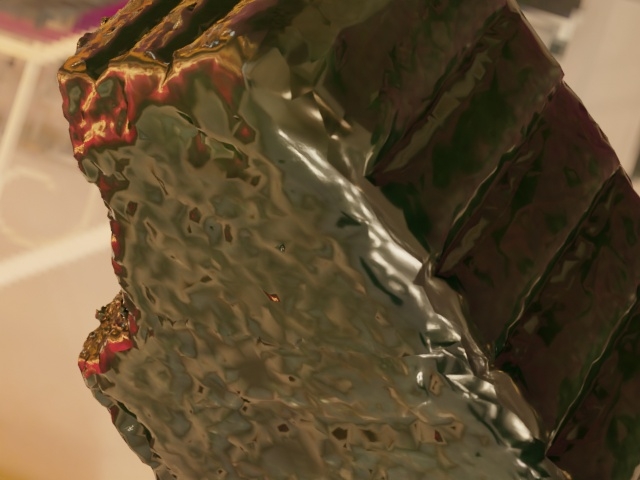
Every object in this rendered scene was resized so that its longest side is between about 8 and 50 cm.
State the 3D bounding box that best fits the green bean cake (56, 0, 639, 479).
[{"bbox_3d":[0.000,0.000,0.957,0.300,0.169,0.308,-7,126,47],"label":"green bean cake"}]
